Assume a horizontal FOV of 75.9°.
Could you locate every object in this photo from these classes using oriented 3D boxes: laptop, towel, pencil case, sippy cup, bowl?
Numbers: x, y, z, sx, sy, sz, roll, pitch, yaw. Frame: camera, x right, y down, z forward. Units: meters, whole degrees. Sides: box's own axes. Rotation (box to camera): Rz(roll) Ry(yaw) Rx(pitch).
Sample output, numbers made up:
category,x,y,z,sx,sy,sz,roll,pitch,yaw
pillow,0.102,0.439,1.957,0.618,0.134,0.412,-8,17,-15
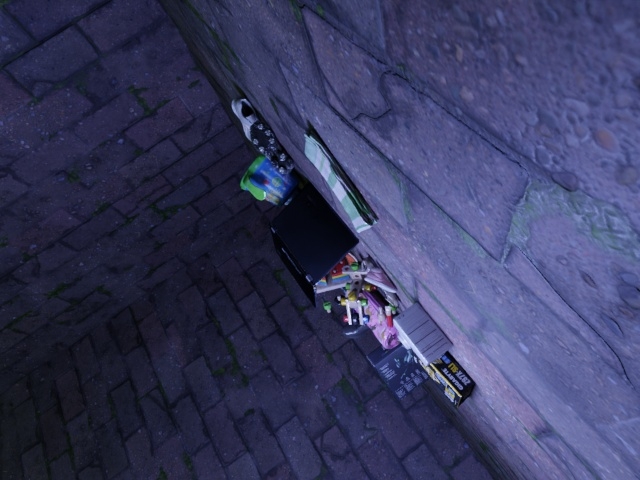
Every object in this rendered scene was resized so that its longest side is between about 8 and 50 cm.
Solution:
category,x,y,z,sx,sy,sz,roll,pitch,yaw
laptop,-0.036,0.031,1.861,0.381,0.237,0.407,53,163,27
towel,0.051,-0.168,1.256,0.324,0.038,0.248,54,176,1
pencil case,0.276,0.358,2.063,0.160,0.167,0.386,14,-156,-38
sippy cup,-0.234,-0.290,2.012,0.224,0.305,0.240,37,157,-1
bowl,0.396,0.430,1.820,0.170,0.080,0.170,54,175,8

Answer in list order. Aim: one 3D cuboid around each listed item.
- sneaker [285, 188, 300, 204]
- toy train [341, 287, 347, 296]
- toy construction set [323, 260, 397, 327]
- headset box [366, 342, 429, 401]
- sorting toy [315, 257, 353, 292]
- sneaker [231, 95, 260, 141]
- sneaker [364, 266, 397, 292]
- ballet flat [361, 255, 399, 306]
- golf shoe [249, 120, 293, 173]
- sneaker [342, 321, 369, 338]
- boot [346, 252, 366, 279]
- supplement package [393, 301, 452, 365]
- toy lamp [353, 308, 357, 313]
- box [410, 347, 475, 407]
category,x,y,z,sx,sy,sz,roll,pitch,yaw
sneaker,-0.226,-0.329,2.363,0.330,0.130,0.147,51,177,40
toy train,0.221,0.297,2.402,0.334,0.142,0.190,48,-175,37
toy construction set,0.193,0.232,1.818,0.309,0.257,0.237,26,146,36
headset box,0.419,0.655,2.176,0.283,0.246,0.131,55,175,-15
sorting toy,0.020,0.138,2.169,0.089,0.256,0.257,79,176,-46
sneaker,-0.326,-0.557,1.946,0.262,0.099,0.121,55,171,-26
sneaker,0.243,0.148,1.584,0.135,0.070,0.051,26,166,-2
ballet flat,0.242,0.175,1.674,0.249,0.058,0.084,56,176,-14
golf shoe,-0.228,-0.421,1.885,0.272,0.105,0.120,55,-175,-9
sneaker,0.255,0.459,2.307,0.130,0.287,0.109,69,-179,-54
boot,0.157,0.129,2.059,0.157,0.085,0.059,55,177,14
supplement package,0.341,0.316,1.384,0.179,0.105,0.105,53,174,23
toy lamp,0.284,0.427,2.203,0.275,0.080,0.080,17,177,-3
box,0.460,0.496,1.575,0.257,0.079,0.322,45,171,30
